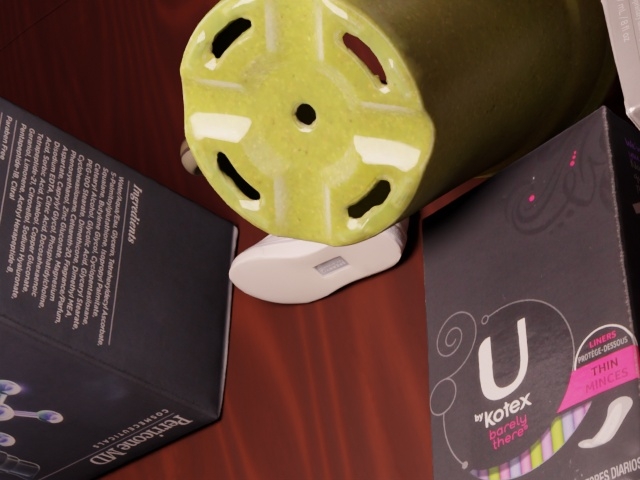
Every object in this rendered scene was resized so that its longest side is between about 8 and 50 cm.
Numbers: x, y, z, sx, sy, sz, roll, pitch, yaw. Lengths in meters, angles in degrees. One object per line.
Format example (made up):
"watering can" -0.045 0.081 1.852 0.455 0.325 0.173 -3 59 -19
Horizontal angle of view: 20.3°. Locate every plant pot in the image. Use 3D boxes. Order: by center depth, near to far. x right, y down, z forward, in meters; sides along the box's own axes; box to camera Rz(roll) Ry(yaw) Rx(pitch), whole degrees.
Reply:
"plant pot" 0.039 -0.125 1.231 0.276 0.276 0.254 -31 7 37

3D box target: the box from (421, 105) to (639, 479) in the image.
"box" 0.170 0.083 1.109 0.165 0.143 0.270 -33 42 35

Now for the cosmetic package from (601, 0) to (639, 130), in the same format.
"cosmetic package" 0.305 -0.140 1.092 0.238 0.107 0.127 -28 42 25

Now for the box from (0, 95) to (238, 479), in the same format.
"box" -0.319 0.044 1.559 0.293 0.395 0.212 -29 46 39

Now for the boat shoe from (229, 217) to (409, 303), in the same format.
"boat shoe" 0.000 0.000 1.475 0.184 0.066 0.063 -26 33 45

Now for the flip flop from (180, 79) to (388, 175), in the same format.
"flip flop" -0.016 -0.083 1.530 0.277 0.112 0.080 -17 79 44
